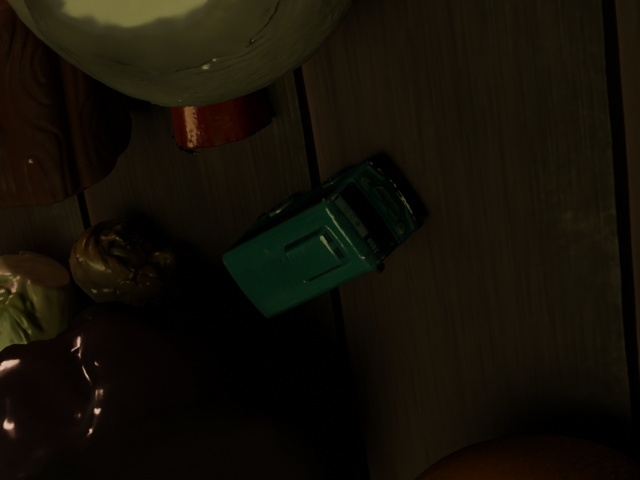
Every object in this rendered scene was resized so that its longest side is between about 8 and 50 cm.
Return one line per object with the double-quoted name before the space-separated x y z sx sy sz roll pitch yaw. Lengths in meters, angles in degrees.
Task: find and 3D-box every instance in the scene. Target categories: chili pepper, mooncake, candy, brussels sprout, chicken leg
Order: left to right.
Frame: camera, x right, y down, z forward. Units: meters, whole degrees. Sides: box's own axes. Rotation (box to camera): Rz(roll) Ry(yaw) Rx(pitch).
"brussels sprout" -0.302 0.101 1.865 0.161 0.144 0.181 25 113 49
"mooncake" -0.160 0.226 1.688 0.212 0.350 0.381 -121 25 -44
"chicken leg" -0.150 0.065 1.768 0.101 0.085 0.207 -18 118 30
"candy" -0.097 -0.236 1.401 0.295 0.185 0.295 4 123 6
"chili pepper" -0.089 -0.164 1.557 0.065 0.088 0.169 23 126 48

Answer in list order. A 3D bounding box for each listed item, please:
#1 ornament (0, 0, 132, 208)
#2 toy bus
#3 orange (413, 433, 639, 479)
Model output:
"ornament" -0.254 -0.162 1.600 0.235 0.221 0.217 -116 16 -48
"toy bus" 0.000 0.000 1.584 0.160 0.092 0.079 -26 104 46
"orange" 0.173 0.288 1.542 0.274 0.274 0.274 21 132 25
